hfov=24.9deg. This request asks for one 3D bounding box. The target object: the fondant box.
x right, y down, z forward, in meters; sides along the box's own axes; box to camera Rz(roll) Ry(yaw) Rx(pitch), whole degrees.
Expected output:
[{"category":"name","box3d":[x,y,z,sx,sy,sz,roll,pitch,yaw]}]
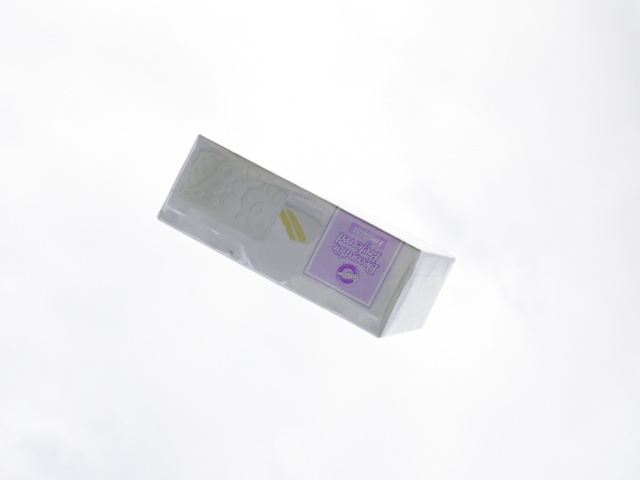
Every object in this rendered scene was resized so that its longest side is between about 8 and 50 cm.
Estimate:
[{"category":"fondant box","box3d":[0.000,0.000,1.467,0.238,0.096,0.330,28,-176,10]}]
